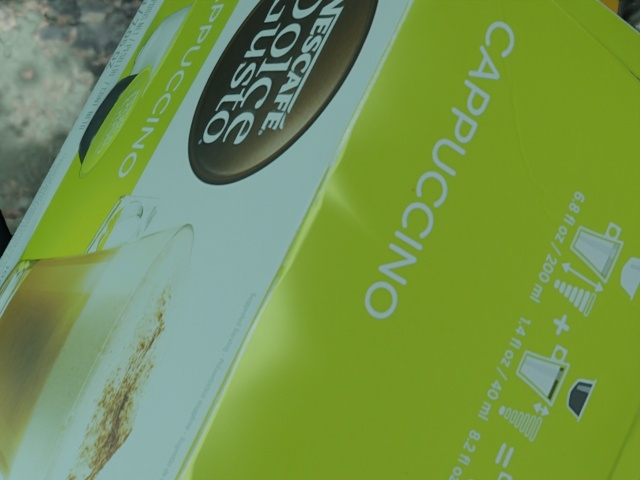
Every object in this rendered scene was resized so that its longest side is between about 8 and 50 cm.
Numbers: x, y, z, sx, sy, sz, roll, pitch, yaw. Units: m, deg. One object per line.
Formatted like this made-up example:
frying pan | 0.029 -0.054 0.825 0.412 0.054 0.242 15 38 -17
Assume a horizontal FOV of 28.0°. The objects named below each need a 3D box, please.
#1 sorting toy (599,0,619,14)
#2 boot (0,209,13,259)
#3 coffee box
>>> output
sorting toy | 0.196 -0.275 0.888 0.196 0.047 0.347 25 84 -9
boot | -0.375 0.022 0.769 0.367 0.146 0.445 -40 111 -23
coffee box | 0.034 0.054 0.725 0.338 0.334 0.337 31 80 -28
